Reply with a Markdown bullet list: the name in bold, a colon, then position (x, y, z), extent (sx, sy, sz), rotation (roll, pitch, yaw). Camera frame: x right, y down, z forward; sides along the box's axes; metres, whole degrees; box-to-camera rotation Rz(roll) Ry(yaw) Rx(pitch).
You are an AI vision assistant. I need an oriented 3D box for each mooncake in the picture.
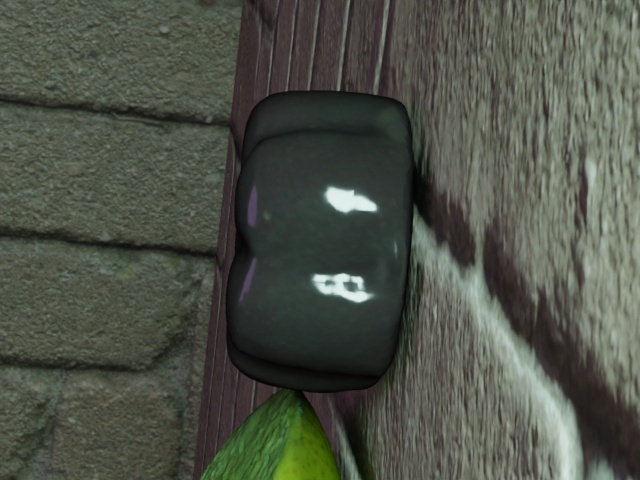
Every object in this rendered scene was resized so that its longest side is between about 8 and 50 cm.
- **mooncake**: position (0.000, 0.000, 1.334), extent (0.245, 0.133, 0.244), rotation (-175, 90, -90)

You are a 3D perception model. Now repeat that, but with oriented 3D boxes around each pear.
- **pear**: position (-0.035, 0.242, 1.439), extent (0.288, 0.139, 0.239), rotation (-94, 26, -72)
